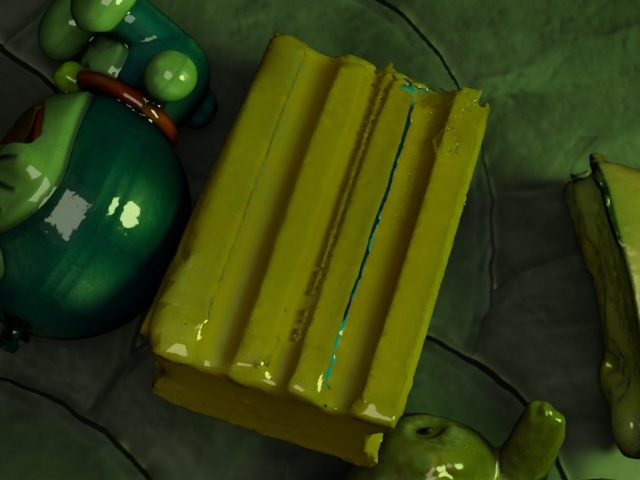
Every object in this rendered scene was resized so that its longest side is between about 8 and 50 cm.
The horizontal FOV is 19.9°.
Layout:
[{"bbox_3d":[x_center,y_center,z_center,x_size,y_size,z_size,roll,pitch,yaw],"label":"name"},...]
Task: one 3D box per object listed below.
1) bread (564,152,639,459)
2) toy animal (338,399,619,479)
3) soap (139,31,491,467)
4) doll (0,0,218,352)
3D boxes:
[{"bbox_3d":[0.290,0.052,1.489,0.133,0.174,0.251,-9,81,-7],"label":"bread"},{"bbox_3d":[0.107,0.214,1.447,0.363,0.180,0.181,33,68,-3],"label":"toy animal"},{"bbox_3d":[0.000,-0.001,1.449,0.204,0.096,0.324,19,58,1],"label":"soap"},{"bbox_3d":[-0.184,-0.055,1.456,0.186,0.198,0.322,31,73,-19],"label":"doll"}]
